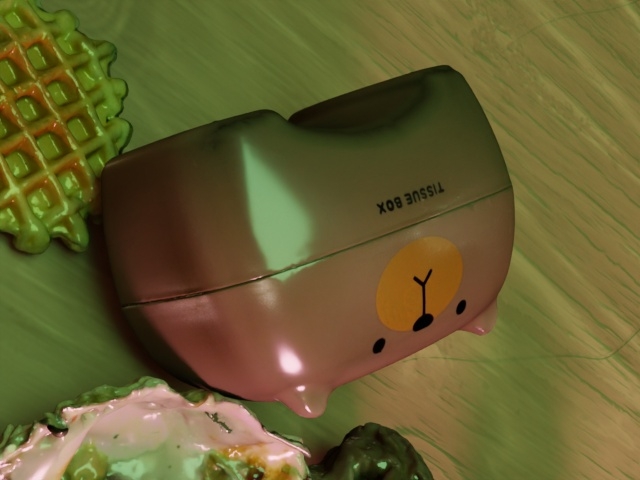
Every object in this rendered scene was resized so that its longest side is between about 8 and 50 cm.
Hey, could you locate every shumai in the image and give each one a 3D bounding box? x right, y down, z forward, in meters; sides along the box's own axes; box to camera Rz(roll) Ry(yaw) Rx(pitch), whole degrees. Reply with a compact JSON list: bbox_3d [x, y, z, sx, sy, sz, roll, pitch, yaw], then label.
[{"bbox_3d":[0.025,0.288,1.167,0.175,0.166,0.206,-3,46,-28],"label":"shumai"}]

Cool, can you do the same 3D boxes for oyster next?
[{"bbox_3d":[-0.182,0.212,1.052,0.354,0.107,0.201,13,98,-33],"label":"oyster"}]

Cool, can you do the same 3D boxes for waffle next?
[{"bbox_3d":[-0.284,-0.120,1.110,0.250,0.056,0.261,18,63,-34],"label":"waffle"}]

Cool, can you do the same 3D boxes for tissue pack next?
[{"bbox_3d":[0.000,0.000,1.160,0.387,0.267,0.277,-18,97,-41],"label":"tissue pack"}]
